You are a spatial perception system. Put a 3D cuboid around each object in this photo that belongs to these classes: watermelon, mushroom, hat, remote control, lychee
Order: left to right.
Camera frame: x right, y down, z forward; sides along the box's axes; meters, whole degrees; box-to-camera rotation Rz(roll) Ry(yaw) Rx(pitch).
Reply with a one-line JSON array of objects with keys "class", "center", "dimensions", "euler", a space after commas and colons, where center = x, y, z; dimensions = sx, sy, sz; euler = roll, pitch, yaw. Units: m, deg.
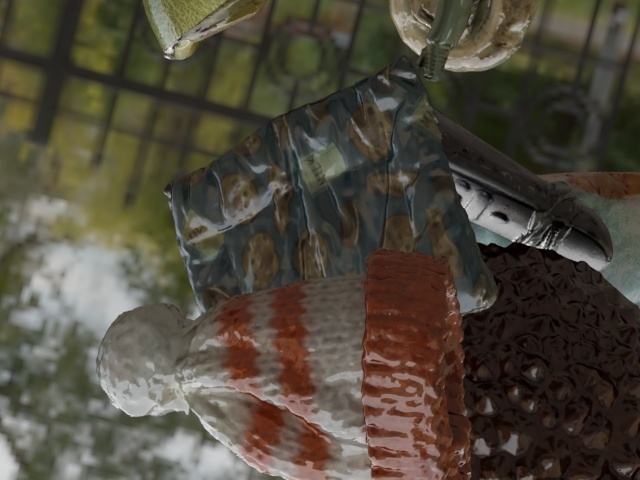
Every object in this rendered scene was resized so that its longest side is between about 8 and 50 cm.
[{"class": "hat", "center": [-0.018, 0.057, 0.838], "dimensions": [0.162, 0.112, 0.093], "euler": [-1, -163, 9]}, {"class": "mushroom", "center": [0.153, -0.261, 2.132], "dimensions": [0.166, 0.166, 0.127], "euler": [16, -156, 13]}, {"class": "remote control", "center": [0.131, -0.056, 1.674], "dimensions": [0.266, 0.066, 0.090], "euler": [27, 163, -2]}, {"class": "lychee", "center": [0.155, 0.155, 1.619], "dimensions": [0.306, 0.306, 0.330], "euler": [15, -161, -1]}, {"class": "watermelon", "center": [0.246, 0.024, 2.015], "dimensions": [0.321, 0.188, 0.175], "euler": [-7, -175, -8]}]

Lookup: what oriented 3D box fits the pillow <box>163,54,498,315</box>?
[{"class": "pillow", "center": [-0.002, -0.001, 1.439], "dimensions": [0.255, 0.189, 0.034], "euler": [-26, 169, 35]}]

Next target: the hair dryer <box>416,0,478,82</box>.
[{"class": "hair dryer", "center": [0.168, -0.257, 1.614], "dimensions": [0.219, 0.225, 0.088], "euler": [-11, 172, 13]}]

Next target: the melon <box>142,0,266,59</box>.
[{"class": "melon", "center": [-0.100, -0.209, 1.505], "dimensions": [0.079, 0.128, 0.160], "euler": [-27, 175, -41]}]
